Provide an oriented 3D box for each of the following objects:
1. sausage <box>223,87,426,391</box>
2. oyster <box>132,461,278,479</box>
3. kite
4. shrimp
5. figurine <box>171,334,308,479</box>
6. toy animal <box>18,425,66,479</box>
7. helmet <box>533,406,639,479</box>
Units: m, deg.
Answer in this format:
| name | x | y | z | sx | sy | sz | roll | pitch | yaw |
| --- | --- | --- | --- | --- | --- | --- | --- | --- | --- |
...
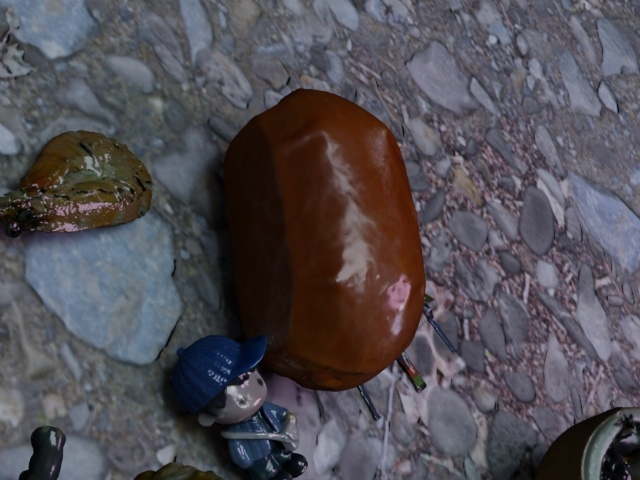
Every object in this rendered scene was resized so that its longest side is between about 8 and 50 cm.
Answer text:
| name | x | y | z | sx | sy | sz | roll | pitch | yaw |
| --- | --- | --- | --- | --- | --- | --- | --- | --- | --- |
| sausage | 0.001 | 0.000 | 1.232 | 0.141 | 0.153 | 0.268 | 6 | 63 | -31 |
| oyster | -0.107 | 0.310 | 0.925 | 0.133 | 0.197 | 0.337 | 8 | 78 | -30 |
| kite | 0.057 | 0.072 | 1.359 | 0.183 | 0.010 | 0.160 | -31 | 91 | -51 |
| shrimp | -0.199 | -0.039 | 1.141 | 0.091 | 0.043 | 0.184 | 53 | 32 | 4 |
| figurine | -0.066 | 0.136 | 1.157 | 0.077 | 0.079 | 0.136 | -46 | 126 | -45 |
| toy animal | -0.263 | 0.146 | 0.916 | 0.269 | 0.082 | 0.137 | 31 | 46 | -31 |
| helmet | 0.280 | 0.262 | 1.381 | 0.224 | 0.130 | 0.198 | 30 | 50 | -45 |
